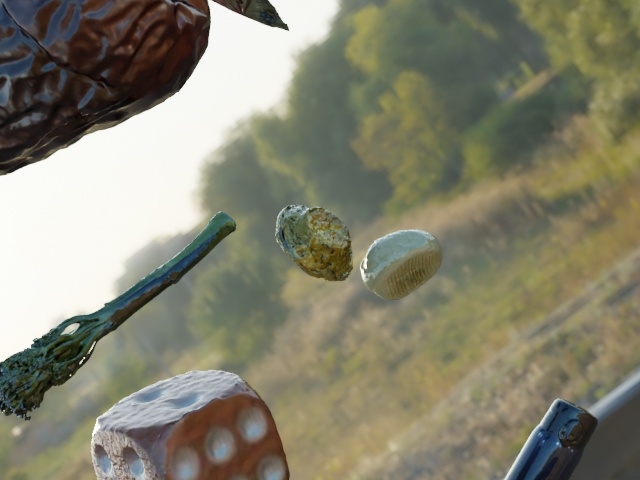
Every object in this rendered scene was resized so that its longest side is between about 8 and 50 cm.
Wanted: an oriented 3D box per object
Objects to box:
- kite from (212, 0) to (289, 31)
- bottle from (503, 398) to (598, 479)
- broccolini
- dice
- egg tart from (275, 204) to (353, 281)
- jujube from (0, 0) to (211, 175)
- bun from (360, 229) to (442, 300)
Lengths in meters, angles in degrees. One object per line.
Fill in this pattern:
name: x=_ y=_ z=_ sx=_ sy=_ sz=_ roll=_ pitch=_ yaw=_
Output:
kite: x=-0.065 y=-0.269 z=1.693 sx=0.153 sy=0.137 sz=0.005 roll=-5 pitch=49 yaw=35
bottle: x=0.272 y=0.316 z=2.045 sx=0.244 sy=0.072 sz=0.082 roll=-61 pitch=1 yaw=8
broccolini: x=-0.164 y=0.053 z=1.264 sx=0.239 sy=0.054 sz=0.051 roll=-40 pitch=-33 yaw=-14
dice: x=-0.154 y=0.259 z=1.877 sx=0.175 sy=0.174 sz=0.179 roll=-24 pitch=10 yaw=-31
egg tart: x=0.000 y=0.000 z=2.099 sx=0.052 sy=0.130 sz=0.130 roll=-44 pitch=-3 yaw=31
jujube: x=-0.272 y=-0.188 z=1.640 sx=0.342 sy=0.216 sz=0.216 roll=-34 pitch=3 yaw=26
bun: x=0.104 y=0.024 z=2.126 sx=0.115 sy=0.069 sz=0.115 roll=-25 pitch=-30 yaw=-16
